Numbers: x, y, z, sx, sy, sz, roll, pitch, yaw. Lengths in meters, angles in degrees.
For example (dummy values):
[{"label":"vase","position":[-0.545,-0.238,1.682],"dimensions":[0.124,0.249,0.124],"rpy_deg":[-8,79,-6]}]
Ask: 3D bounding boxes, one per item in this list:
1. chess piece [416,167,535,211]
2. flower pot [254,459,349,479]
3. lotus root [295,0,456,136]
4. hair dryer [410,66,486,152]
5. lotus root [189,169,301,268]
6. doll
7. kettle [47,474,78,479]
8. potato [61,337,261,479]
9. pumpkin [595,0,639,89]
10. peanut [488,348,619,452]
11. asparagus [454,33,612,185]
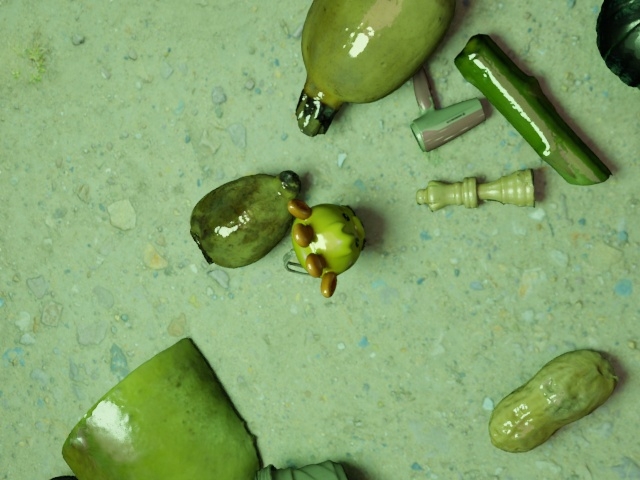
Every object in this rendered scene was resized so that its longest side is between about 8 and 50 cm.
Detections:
[{"label":"chess piece","position":[0.230,-0.071,0.842],"dimensions":[0.172,0.060,0.060],"rpy_deg":[-4,96,19]},{"label":"flower pot","position":[0.000,0.451,0.905],"dimensions":[0.141,0.235,0.235],"rpy_deg":[-23,90,-5]},{"label":"lotus root","position":[0.059,-0.285,0.804],"dimensions":[0.183,0.183,0.310],"rpy_deg":[44,113,7]},{"label":"hair dryer","position":[0.168,-0.222,0.845],"dimensions":[0.106,0.054,0.154],"rpy_deg":[-28,85,13]},{"label":"lotus root","position":[-0.116,-0.038,0.908],"dimensions":[0.214,0.138,0.138],"rpy_deg":[-29,88,16]},{"label":"doll","position":[0.000,0.000,0.832],"dimensions":[0.135,0.221,0.142],"rpy_deg":[-19,95,13]},{"label":"kettle","position":[-0.445,0.564,1.014],"dimensions":[0.207,0.251,0.271],"rpy_deg":[-35,84,34]},{"label":"potato","position":[-0.272,0.395,0.961],"dimensions":[0.280,0.213,0.330],"rpy_deg":[41,107,8]},{"label":"pumpkin","position":[0.457,-0.275,0.708],"dimensions":[0.202,0.140,0.201],"rpy_deg":[-2,81,13]},{"label":"peanut","position":[0.337,0.239,0.836],"dimensions":[0.214,0.099,0.099],"rpy_deg":[-43,84,22]},{"label":"asparagus","position":[0.302,-0.180,0.806],"dimensions":[0.067,0.060,0.277],"rpy_deg":[-38,85,-3]}]
